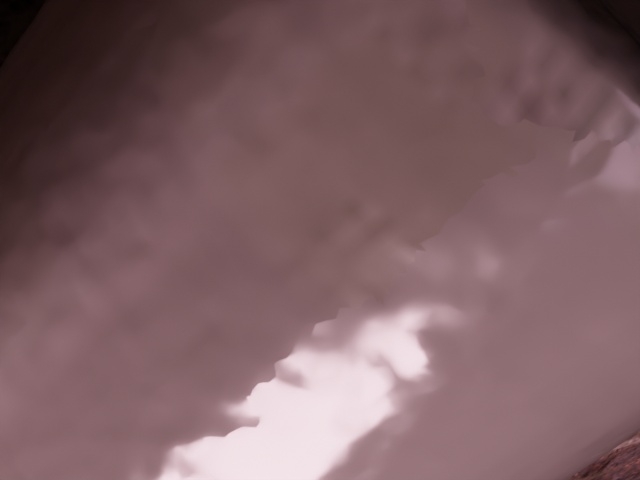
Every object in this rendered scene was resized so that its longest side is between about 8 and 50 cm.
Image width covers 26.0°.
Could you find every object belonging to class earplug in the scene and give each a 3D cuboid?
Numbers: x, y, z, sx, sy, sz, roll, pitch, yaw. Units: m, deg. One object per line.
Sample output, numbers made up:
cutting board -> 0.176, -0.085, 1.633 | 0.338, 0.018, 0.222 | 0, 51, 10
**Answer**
earplug -> 0.000, 0.000, 0.610 | 0.312, 0.312, 0.394 | 10, 133, -46
